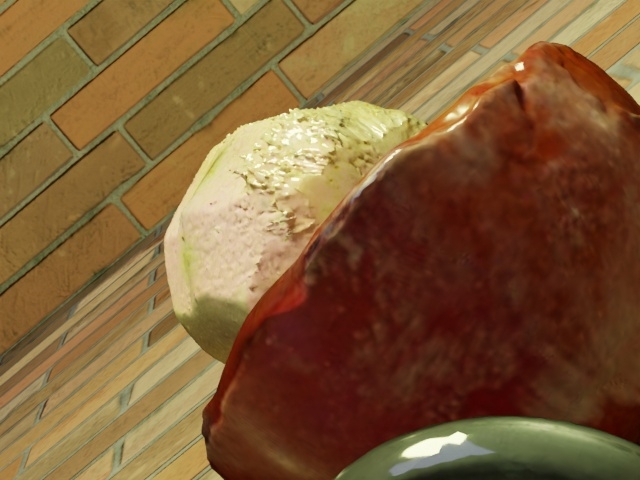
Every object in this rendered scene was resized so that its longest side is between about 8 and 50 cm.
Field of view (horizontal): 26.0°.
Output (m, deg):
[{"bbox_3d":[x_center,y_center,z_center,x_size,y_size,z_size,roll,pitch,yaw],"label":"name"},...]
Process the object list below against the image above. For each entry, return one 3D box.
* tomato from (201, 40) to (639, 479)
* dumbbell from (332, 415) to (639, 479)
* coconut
[{"bbox_3d":[0.093,0.063,0.728,0.309,0.170,0.309,-39,-25,-22],"label":"tomato"},{"bbox_3d":[0.039,0.199,0.366,0.179,0.179,0.406,-34,14,27],"label":"dumbbell"},{"bbox_3d":[0.000,0.000,1.100,0.233,0.233,0.245,-46,17,-26],"label":"coconut"}]
